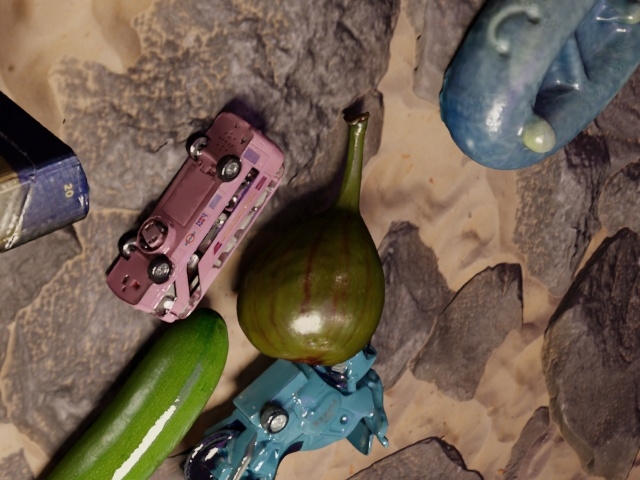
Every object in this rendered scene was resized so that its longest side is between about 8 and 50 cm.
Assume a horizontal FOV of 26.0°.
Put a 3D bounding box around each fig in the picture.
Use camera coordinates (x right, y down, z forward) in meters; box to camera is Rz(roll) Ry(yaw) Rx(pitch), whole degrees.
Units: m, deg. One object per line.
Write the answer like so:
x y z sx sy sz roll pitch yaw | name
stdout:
0.000 0.000 1.420 0.151 0.151 0.259 28 67 -51 | fig

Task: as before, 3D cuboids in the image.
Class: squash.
-0.185 0.193 1.377 0.292 0.082 0.082 -51 141 -3 | squash

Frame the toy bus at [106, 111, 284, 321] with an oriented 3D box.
-0.114 -0.019 1.304 0.203 0.063 0.090 -55 142 0 | toy bus

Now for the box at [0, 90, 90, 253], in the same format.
-0.320 -0.029 1.007 0.259 0.168 0.071 -23 131 -30 | box

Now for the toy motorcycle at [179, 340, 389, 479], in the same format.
-0.032 0.210 1.518 0.272 0.123 0.182 -40 135 -10 | toy motorcycle

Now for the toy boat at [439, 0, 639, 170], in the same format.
0.276 -0.205 1.509 0.330 0.123 0.215 -41 141 -16 | toy boat
